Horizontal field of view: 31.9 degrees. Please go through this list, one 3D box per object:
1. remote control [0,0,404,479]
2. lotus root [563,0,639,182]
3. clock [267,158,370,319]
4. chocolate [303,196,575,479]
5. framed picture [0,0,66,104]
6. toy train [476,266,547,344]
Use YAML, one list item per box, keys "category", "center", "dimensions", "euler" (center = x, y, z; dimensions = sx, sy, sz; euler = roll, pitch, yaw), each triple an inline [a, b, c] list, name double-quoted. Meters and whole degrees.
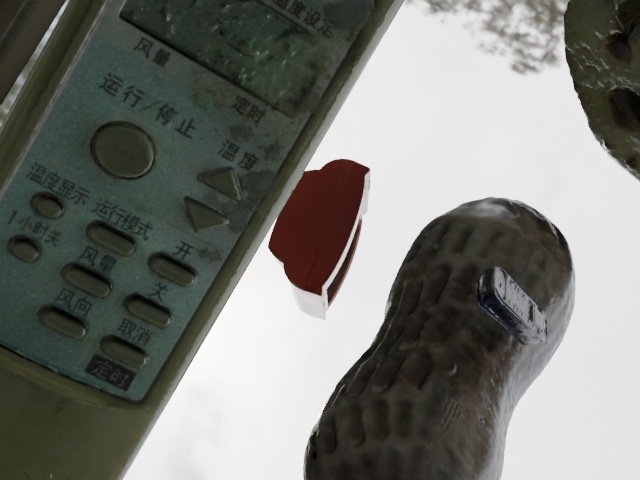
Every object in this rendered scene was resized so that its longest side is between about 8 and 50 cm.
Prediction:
- category: "remote control"
  center: [-0.066, -0.015, 0.387]
  dimensions: [0.233, 0.098, 0.038]
  euler: [-59, -161, 6]
- category: "lotus root"
  center: [0.276, -0.108, 0.790]
  dimensions: [0.235, 0.119, 0.138]
  euler: [53, -24, 8]
- category: "clock"
  center: [0.000, 0.000, 0.951]
  dimensions: [0.061, 0.155, 0.113]
  euler: [20, -101, 7]
- category: "chocolate"
  center: [0.072, 0.069, 0.615]
  dimensions: [0.110, 0.110, 0.248]
  euler: [-9, -139, 42]
- category: "framed picture"
  center: [-0.115, -0.184, 0.272]
  dimensions: [0.192, 0.018, 0.265]
  euler: [-29, -95, 55]
- category: "toy train"
  center: [0.091, 0.032, 0.544]
  dimensions: [0.017, 0.083, 0.017]
  euler: [-4, -113, 28]
